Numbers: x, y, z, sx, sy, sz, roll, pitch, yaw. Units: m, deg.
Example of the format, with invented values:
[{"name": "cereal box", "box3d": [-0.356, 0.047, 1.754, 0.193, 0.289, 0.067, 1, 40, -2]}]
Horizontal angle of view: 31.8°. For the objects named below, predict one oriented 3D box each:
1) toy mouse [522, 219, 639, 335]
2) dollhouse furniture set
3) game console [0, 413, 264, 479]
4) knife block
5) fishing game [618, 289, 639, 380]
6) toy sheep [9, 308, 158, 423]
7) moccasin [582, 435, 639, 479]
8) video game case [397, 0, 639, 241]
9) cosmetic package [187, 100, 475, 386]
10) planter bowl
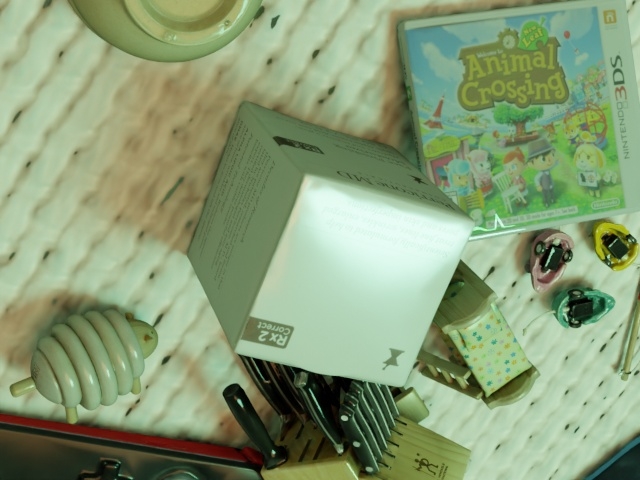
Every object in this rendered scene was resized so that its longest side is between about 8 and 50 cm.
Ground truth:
[{"name": "toy mouse", "box3d": [0.240, 0.035, 1.094, 0.161, 0.031, 0.143, 37, 97, -29]}, {"name": "dollhouse furniture set", "box3d": [0.084, 0.089, 1.022, 0.161, 0.101, 0.182, -35, 120, -2]}, {"name": "game console", "box3d": [-0.226, 0.349, 1.055, 0.342, 0.060, 0.386, 12, 108, -24]}, {"name": "knife block", "box3d": [0.001, 0.211, 1.042, 0.242, 0.088, 0.275, 25, 132, 4]}, {"name": "fishing game", "box3d": [0.444, 0.091, 1.189, 0.264, 0.041, 0.189, 2, 110, -20]}, {"name": "toy sheep", "box3d": [-0.195, 0.103, 0.941, 0.132, 0.091, 0.091, -27, 121, -28]}, {"name": "moccasin", "box3d": [0.290, 0.337, 1.198, 0.138, 0.117, 0.342, 39, 96, -29]}, {"name": "video game case", "box3d": [0.181, -0.106, 0.975, 0.213, 0.023, 0.193, -10, 93, -15]}, {"name": "cosmetic package", "box3d": [0.000, 0.000, 0.906, 0.151, 0.183, 0.151, 14, 108, -25]}, {"name": "planter bowl", "box3d": [-0.106, -0.200, 0.822, 0.162, 0.109, 0.162, -8, 116, -16]}]
